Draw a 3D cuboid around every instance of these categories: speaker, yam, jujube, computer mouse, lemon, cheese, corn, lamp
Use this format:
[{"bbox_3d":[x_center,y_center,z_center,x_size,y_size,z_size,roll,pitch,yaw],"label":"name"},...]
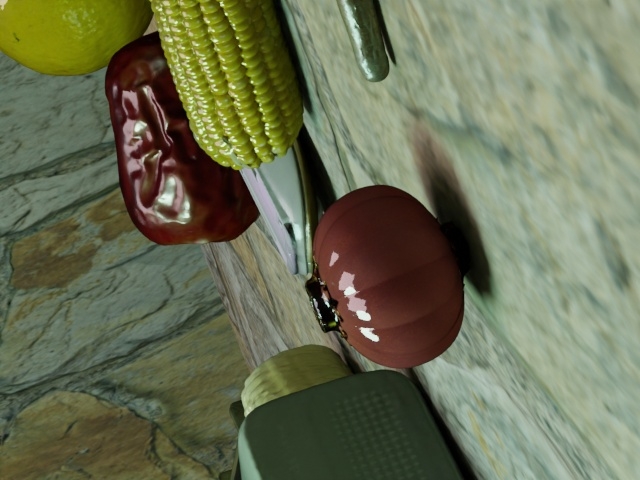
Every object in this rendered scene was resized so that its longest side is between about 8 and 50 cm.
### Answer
[{"bbox_3d":[0.063,0.295,1.170,0.406,0.183,0.184,-116,13,-46],"label":"speaker"},{"bbox_3d":[0.016,-0.138,0.834,0.021,0.021,0.116,-126,16,-61],"label":"yam"},{"bbox_3d":[-0.145,-0.104,1.617,0.155,0.155,0.230,-140,33,-75],"label":"jujube"},{"bbox_3d":[-0.049,-0.085,1.333,0.126,0.056,0.245,84,162,-65],"label":"computer mouse"},{"bbox_3d":[-0.302,-0.312,1.798,0.236,0.236,0.263,67,162,3],"label":"lemon"},{"bbox_3d":[-0.008,0.180,1.594,0.094,0.123,0.167,66,172,-21],"label":"cheese"},{"bbox_3d":[-0.078,-0.165,1.153,0.093,0.093,0.244,-123,12,-54],"label":"corn"},{"bbox_3d":[0.038,0.020,0.872,0.107,0.092,0.107,156,90,-85],"label":"lamp"}]

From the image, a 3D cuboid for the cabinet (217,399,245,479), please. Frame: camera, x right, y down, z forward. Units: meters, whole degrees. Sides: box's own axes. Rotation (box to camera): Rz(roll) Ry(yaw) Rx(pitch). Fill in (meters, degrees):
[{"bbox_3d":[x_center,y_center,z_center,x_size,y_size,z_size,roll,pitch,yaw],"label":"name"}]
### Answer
[{"bbox_3d":[-0.011,0.293,1.720,0.174,0.148,0.215,102,146,-53],"label":"cabinet"}]
